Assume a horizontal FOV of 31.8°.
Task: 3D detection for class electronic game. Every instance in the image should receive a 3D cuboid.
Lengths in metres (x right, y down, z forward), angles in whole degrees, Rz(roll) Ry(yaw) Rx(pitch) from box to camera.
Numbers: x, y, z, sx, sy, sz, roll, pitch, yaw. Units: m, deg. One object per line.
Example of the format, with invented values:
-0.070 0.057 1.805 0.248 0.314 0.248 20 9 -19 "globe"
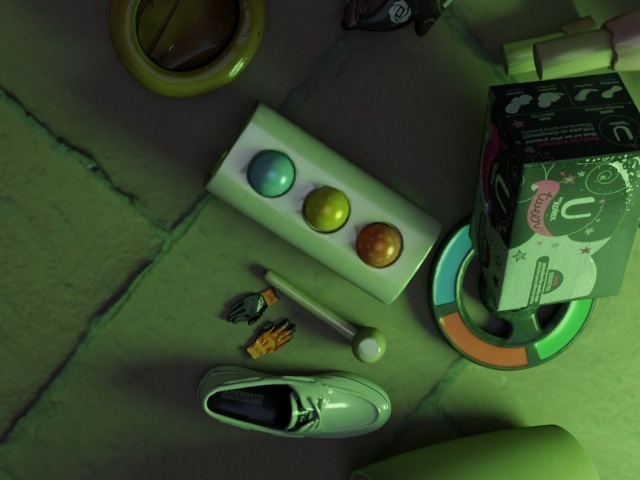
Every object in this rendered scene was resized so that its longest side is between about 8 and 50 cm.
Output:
0.254 0.061 1.479 0.229 0.048 0.229 -1 101 -7 "electronic game"

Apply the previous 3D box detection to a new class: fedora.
-0.161 -0.267 1.354 0.194 0.079 0.194 -1 96 -10 "fedora"

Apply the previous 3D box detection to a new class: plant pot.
0.216 0.352 1.452 0.274 0.256 0.257 -24 103 -18 "plant pot"

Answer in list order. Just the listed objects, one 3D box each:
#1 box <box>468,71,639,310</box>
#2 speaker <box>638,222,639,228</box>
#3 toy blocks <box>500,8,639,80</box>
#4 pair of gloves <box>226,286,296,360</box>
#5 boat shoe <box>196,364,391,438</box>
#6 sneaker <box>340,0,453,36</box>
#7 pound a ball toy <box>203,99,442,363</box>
0.274 -0.051 1.316 0.163 0.142 0.247 -7 136 -7 "box"
0.421 -0.038 1.434 0.055 0.136 0.055 -1 101 -6 "speaker"
0.333 -0.353 1.290 0.260 0.288 0.309 -12 100 2 "toy blocks"
-0.077 0.109 1.470 0.074 0.010 0.083 -30 102 0 "pair of gloves"
-0.032 0.220 1.458 0.258 0.084 0.095 3 100 -7 "boat shoe"
0.041 -0.343 1.351 0.281 0.106 0.162 31 99 -12 "sneaker"
0.000 0.000 1.395 0.319 0.136 0.208 34 95 -11 "pound a ball toy"
